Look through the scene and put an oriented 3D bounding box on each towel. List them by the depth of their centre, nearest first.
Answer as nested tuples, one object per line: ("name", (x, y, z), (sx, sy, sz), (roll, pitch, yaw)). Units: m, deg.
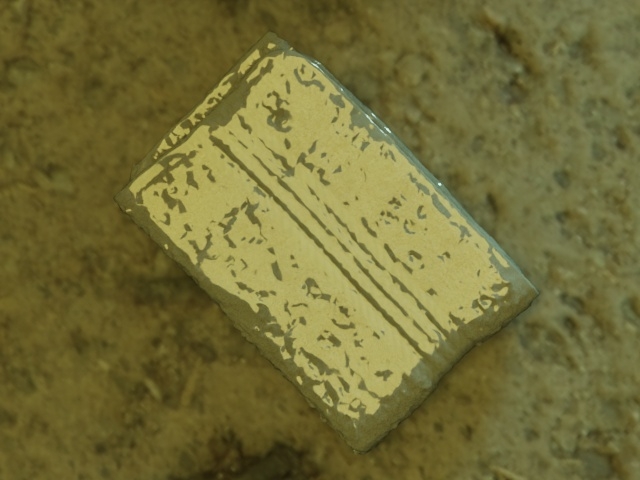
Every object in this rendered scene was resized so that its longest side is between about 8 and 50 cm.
("towel", (0.000, 0.000, 1.477), (0.187, 0.049, 0.282), (-44, 84, 7))
